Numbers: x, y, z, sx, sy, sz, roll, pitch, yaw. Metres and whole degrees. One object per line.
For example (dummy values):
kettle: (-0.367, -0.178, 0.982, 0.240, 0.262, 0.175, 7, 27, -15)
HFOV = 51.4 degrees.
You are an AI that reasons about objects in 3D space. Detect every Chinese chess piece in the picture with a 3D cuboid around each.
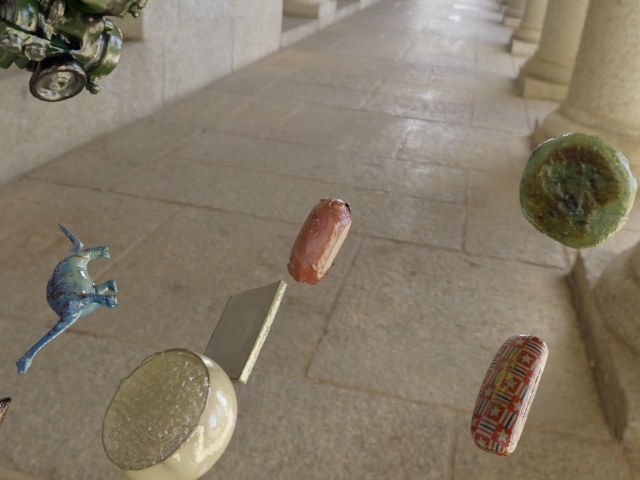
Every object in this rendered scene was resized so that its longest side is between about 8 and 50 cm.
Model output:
Chinese chess piece: (-0.132, 0.156, 0.586, 0.122, 0.051, 0.122, -18, 44, 19)

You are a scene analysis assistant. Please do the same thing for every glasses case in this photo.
glasses case: (0.271, 0.215, 0.966, 0.073, 0.049, 0.195, 5, 49, 37)

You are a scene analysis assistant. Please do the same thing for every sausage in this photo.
sausage: (0.000, 0.000, 1.007, 0.076, 0.141, 0.076, 27, 1, -1)

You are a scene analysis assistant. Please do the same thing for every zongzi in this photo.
zongzi: (-0.525, 0.264, 1.006, 0.073, 0.067, 0.083, 41, 21, 2)

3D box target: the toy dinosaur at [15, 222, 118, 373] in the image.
toy dinosaur: (-0.400, 0.080, 1.113, 0.144, 0.076, 0.329, -4, 47, -2)

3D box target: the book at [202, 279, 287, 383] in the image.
book: (-0.179, 0.201, 1.420, 0.021, 0.217, 0.310, 30, -22, -19)

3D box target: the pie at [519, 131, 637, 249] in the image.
pie: (0.403, -0.078, 1.056, 0.186, 0.187, 0.041, 22, 24, 32)

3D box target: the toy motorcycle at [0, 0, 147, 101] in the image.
toy motorcycle: (-0.291, -0.291, 0.809, 0.127, 0.275, 0.205, 55, 21, 16)
